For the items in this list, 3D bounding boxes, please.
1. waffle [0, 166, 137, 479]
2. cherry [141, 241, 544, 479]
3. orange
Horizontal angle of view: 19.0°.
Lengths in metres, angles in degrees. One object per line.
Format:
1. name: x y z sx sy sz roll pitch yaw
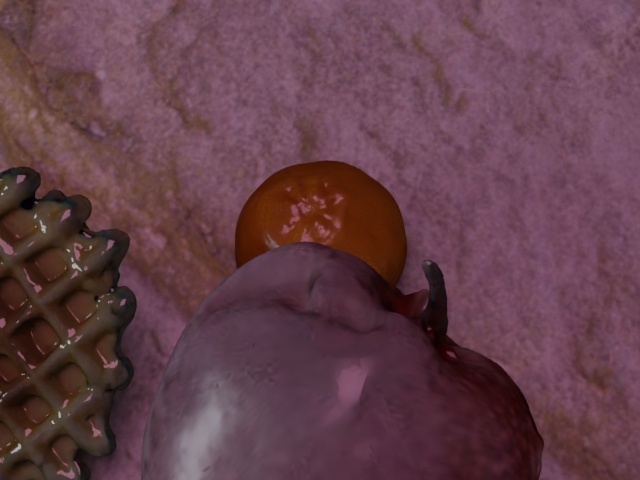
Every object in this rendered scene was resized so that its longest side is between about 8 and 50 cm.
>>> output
1. waffle: -0.301 0.079 1.669 0.292 0.056 0.309 7 101 10
2. cherry: 0.000 0.168 1.544 0.335 0.291 0.326 -25 84 8
3. orange: 0.000 0.000 1.706 0.159 0.136 0.159 -3 62 6
